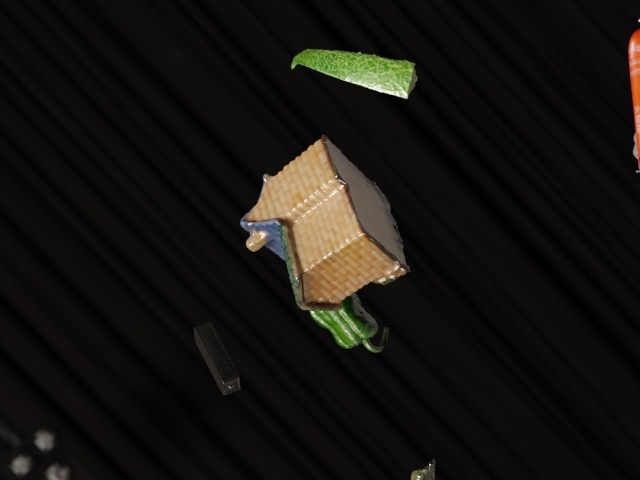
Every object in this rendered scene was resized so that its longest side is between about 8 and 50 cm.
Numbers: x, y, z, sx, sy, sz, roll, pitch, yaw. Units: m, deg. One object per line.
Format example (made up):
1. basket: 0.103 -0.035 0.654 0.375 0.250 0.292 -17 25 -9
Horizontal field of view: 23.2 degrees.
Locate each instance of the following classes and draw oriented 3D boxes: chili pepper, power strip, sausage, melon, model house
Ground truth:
1. chili pepper: 0.005 0.060 2.247 0.074 0.257 0.100 -31 -2 11
2. power strip: -0.143 0.164 2.168 0.029 0.111 0.038 -20 -39 -16
3. sausage: 0.298 -0.131 1.378 0.050 0.145 0.048 -7 -9 27
4. melon: 0.053 -0.266 2.376 0.114 0.261 0.053 -7 -71 -50
5. model house: 0.000 0.000 2.050 0.172 0.166 0.183 -34 44 14

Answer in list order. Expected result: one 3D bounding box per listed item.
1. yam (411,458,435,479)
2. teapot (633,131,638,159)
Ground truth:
1. yam: 0.090 0.262 1.433 0.033 0.027 0.129 -104 17 -81
2. teapot: 0.439 -0.100 1.791 0.116 0.146 0.148 -46 1 2
